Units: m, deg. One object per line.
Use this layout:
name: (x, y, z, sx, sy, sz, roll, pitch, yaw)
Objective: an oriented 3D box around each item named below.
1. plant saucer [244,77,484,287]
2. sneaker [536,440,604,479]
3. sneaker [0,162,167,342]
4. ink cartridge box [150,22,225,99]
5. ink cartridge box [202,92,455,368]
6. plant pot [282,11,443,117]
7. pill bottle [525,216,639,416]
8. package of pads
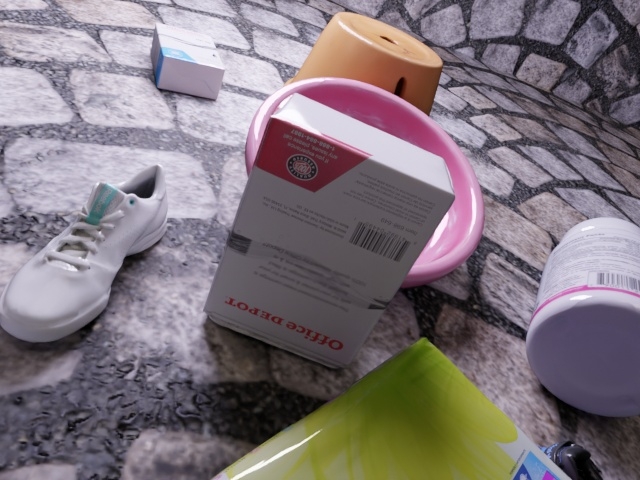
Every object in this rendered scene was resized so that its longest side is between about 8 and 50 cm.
plant saucer: (0.058, -0.077, 0.641, 0.332, 0.084, 0.332, 11, 55, -16)
sneaker: (0.192, 0.195, 0.432, 0.058, 0.084, 0.152, -15, 52, -43)
sneaker: (-0.206, -0.006, 0.432, 0.080, 0.094, 0.212, 25, 36, -4)
ink cartridge box: (-0.243, -0.330, 0.848, 0.104, 0.060, 0.180, 3, 41, -29)
ink cartridge box: (0.000, 0.000, 0.445, 0.159, 0.217, 0.092, 23, 30, -5)
plant pot: (0.080, -0.263, 0.845, 0.291, 0.203, 0.290, 17, 35, -12)
pill bottle: (0.376, 0.079, 0.629, 0.160, 0.160, 0.283, 35, 36, 13)
package of pads: (0.054, 0.212, 0.311, 0.229, 0.101, 0.297, 44, 39, 23)
